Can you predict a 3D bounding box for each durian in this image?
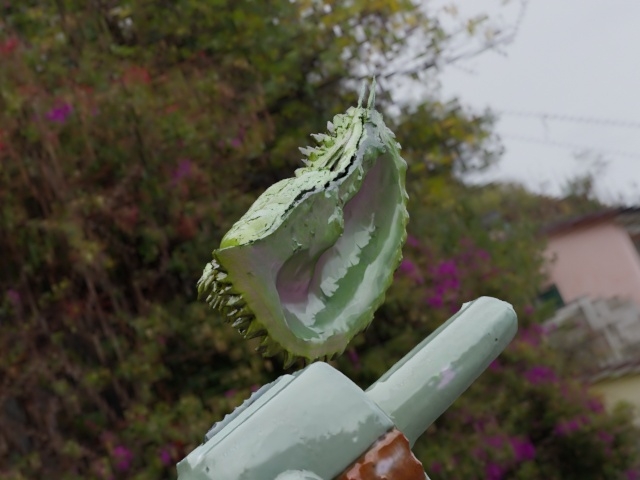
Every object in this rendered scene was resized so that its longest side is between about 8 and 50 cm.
[{"bbox_3d":[0.000,0.000,1.359,0.352,0.158,0.169,-48,-11,-53],"label":"durian"}]

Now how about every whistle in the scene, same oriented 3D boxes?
[{"bbox_3d":[-0.010,0.110,0.615,0.253,0.106,0.102,-41,29,-22],"label":"whistle"}]
